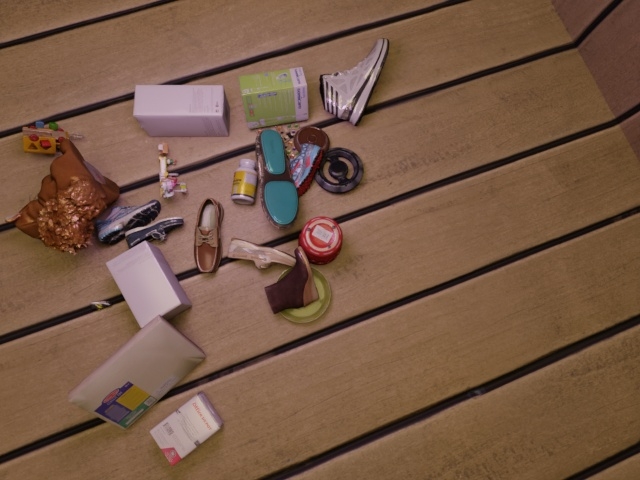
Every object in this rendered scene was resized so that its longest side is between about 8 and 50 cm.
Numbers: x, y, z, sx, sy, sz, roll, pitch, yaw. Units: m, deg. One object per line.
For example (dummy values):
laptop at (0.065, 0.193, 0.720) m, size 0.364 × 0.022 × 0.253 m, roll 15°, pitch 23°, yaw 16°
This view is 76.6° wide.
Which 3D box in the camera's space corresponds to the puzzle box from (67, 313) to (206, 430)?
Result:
puzzle box at (-0.677, 0.501, 1.527) m, size 0.409 × 0.052 × 0.272 m, roll -42°, pitch 128°, yaw -11°

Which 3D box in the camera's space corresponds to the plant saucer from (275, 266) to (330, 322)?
plant saucer at (-0.079, 0.226, 1.717) m, size 0.240 × 0.037 × 0.241 m, roll 1°, pitch 78°, yaw -4°

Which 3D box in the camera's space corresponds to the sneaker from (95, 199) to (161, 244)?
sneaker at (-0.818, -0.108, 1.709) m, size 0.283 × 0.110 × 0.122 m, roll -33°, pitch 73°, yaw -12°

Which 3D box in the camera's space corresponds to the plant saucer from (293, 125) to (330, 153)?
plant saucer at (-0.039, -0.456, 1.839) m, size 0.168 × 0.029 × 0.169 m, roll 3°, pitch 67°, yaw -7°

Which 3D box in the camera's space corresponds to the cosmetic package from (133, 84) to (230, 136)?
cosmetic package at (-0.595, -0.562, 1.773) m, size 0.365 × 0.197 × 0.155 m, roll 0°, pitch 78°, yaw -5°

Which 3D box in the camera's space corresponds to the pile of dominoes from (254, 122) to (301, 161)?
pile of dominoes at (-0.168, -0.477, 1.859) m, size 0.196 × 0.040 × 0.251 m, roll -32°, pitch 82°, yaw -9°

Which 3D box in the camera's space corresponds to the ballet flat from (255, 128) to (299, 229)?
ballet flat at (-0.196, -0.241, 1.735) m, size 0.163 × 0.182 × 0.483 m, roll -4°, pitch 68°, yaw -22°

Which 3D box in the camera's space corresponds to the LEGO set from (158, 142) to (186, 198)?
LEGO set at (-0.642, -0.292, 1.761) m, size 0.107 × 0.132 × 0.287 m, roll -2°, pitch 54°, yaw -21°

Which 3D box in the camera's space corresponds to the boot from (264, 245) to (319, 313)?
boot at (-0.130, 0.164, 1.639) m, size 0.206 × 0.090 × 0.249 m, roll -16°, pitch 100°, yaw -2°

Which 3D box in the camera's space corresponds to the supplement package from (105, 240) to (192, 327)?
supplement package at (-0.678, 0.181, 1.618) m, size 0.175 × 0.177 × 0.293 m, roll -32°, pitch 81°, yaw -9°

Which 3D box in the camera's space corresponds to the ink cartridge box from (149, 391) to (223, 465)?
ink cartridge box at (-0.509, 0.716, 1.558) m, size 0.217 × 0.092 × 0.159 m, roll -36°, pitch 82°, yaw -8°

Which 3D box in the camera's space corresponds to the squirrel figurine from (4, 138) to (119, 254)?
squirrel figurine at (-1.015, -0.126, 1.575) m, size 0.370 × 0.281 × 0.397 m, roll -37°, pitch 47°, yaw -3°

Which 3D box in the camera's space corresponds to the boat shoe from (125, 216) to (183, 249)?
boat shoe at (-0.693, -0.032, 1.704) m, size 0.254 × 0.095 × 0.079 m, roll -18°, pitch 78°, yaw -6°

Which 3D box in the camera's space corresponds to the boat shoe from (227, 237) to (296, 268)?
boat shoe at (-0.242, 0.072, 1.709) m, size 0.302 × 0.109 × 0.098 m, roll 16°, pitch 86°, yaw 2°

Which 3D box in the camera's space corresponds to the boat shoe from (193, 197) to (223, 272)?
boat shoe at (-0.480, -0.028, 1.703) m, size 0.122 × 0.120 × 0.324 m, roll -1°, pitch 78°, yaw -3°

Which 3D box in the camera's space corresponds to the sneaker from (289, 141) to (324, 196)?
sneaker at (-0.089, -0.309, 1.791) m, size 0.125 × 0.104 × 0.262 m, roll 33°, pitch 98°, yaw 20°

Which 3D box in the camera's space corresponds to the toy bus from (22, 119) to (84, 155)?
toy bus at (-1.175, -0.423, 1.752) m, size 0.202 × 0.191 × 0.104 m, roll 24°, pitch 121°, yaw 2°

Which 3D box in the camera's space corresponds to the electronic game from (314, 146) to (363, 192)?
electronic game at (0.081, -0.320, 1.836) m, size 0.229 × 0.048 × 0.229 m, roll 0°, pitch 71°, yaw 1°

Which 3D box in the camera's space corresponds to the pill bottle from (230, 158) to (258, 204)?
pill bottle at (-0.329, -0.256, 1.770) m, size 0.103 × 0.103 × 0.184 m, roll 6°, pitch 77°, yaw -2°

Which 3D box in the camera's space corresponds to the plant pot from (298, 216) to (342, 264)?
plant pot at (0.000, 0.000, 1.702) m, size 0.191 × 0.174 × 0.191 m, roll 0°, pitch 80°, yaw -2°

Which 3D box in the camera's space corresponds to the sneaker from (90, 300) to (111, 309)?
sneaker at (-0.899, 0.268, 1.664) m, size 0.083 × 0.031 × 0.035 m, roll 3°, pitch 91°, yaw 1°

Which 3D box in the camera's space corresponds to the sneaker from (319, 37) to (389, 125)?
sneaker at (0.142, -0.778, 1.876) m, size 0.257 × 0.169 × 0.448 m, roll 23°, pitch 80°, yaw 0°

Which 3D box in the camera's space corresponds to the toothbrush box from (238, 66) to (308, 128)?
toothbrush box at (-0.202, -0.627, 1.794) m, size 0.283 × 0.206 × 0.122 m, roll -10°, pitch 63°, yaw -4°
